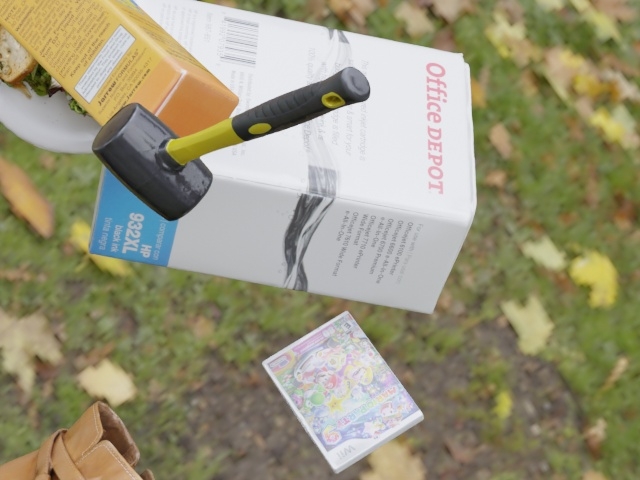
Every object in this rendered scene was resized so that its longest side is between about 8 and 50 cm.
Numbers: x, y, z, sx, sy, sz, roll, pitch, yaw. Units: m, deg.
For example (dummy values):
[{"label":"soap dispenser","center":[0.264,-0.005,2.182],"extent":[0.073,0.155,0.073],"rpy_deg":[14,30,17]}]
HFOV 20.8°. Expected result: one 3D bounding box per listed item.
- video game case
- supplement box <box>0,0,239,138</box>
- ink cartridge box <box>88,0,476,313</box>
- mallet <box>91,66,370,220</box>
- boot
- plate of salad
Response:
[{"label":"video game case","center":[0.018,0.125,1.451],"extent":[0.087,0.011,0.122],"rpy_deg":[-31,58,-9]},{"label":"supplement box","center":[-0.168,-0.150,1.340],"extent":[0.233,0.080,0.078],"rpy_deg":[41,11,33]},{"label":"ink cartridge box","center":[-0.031,-0.078,1.521],"extent":[0.307,0.129,0.223],"rpy_deg":[10,44,-8]},{"label":"mallet","center":[-0.037,-0.048,0.866],"extent":[0.062,0.189,0.039],"rpy_deg":[49,54,-29]},{"label":"boot","center":[-0.218,0.291,1.512],"extent":[0.109,0.220,0.283],"rpy_deg":[46,7,-42]},{"label":"plate of salad","center":[-0.223,-0.168,1.637],"extent":[0.200,0.200,0.048],"rpy_deg":[30,15,-26]}]
